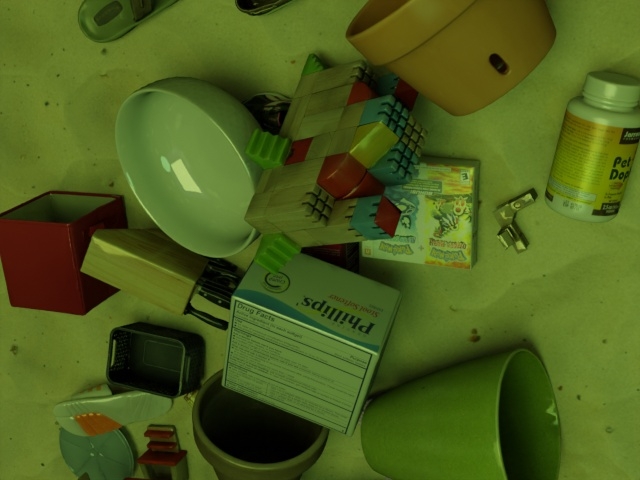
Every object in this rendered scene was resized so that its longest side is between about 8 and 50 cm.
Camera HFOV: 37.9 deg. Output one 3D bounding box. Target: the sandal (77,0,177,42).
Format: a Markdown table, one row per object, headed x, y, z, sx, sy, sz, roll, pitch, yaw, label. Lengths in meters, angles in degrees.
| x | y | z | sx | sy | sz | roll | pitch | yaw | label |
| --- | --- | --- | --- | --- | --- | --- | --- | --- | --- |
| -0.336 | -0.449 | 1.673 | 0.302 | 0.086 | 0.120 | -34 | 93 | 30 | sandal |

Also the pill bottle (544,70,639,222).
| x | y | z | sx | sy | sz | roll | pitch | yaw | label |
| --- | --- | --- | --- | --- | --- | --- | --- | --- | --- |
| 0.423 | -0.144 | 1.425 | 0.117 | 0.117 | 0.215 | 17 | 115 | 18 | pill bottle |

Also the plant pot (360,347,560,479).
| x | y | z | sx | sy | sz | roll | pitch | yaw | label |
| --- | --- | --- | --- | --- | --- | --- | --- | --- | --- |
| 0.227 | 0.335 | 1.615 | 0.293 | 0.275 | 0.275 | -10 | 104 | 32 | plant pot |

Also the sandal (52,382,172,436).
| x | y | z | sx | sy | sz | roll | pitch | yaw | label |
| --- | --- | --- | --- | --- | --- | --- | --- | --- | --- |
| -0.447 | 0.358 | 2.034 | 0.265 | 0.076 | 0.102 | -10 | 120 | 6 | sandal |

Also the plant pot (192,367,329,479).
| x | y | z | sx | sy | sz | roll | pitch | yaw | label |
| --- | --- | --- | --- | --- | --- | --- | --- | --- | --- |
| -0.115 | 0.402 | 1.818 | 0.263 | 0.263 | 0.229 | 19 | 134 | 17 | plant pot |

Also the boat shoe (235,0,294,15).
| x | y | z | sx | sy | sz | roll | pitch | yaw | label |
| --- | --- | --- | --- | --- | --- | --- | --- | --- | --- |
| -0.036 | -0.446 | 1.534 | 0.257 | 0.095 | 0.095 | -32 | 94 | 30 | boat shoe |

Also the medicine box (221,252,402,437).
| x | y | z | sx | sy | sz | roll | pitch | yaw | label |
| --- | --- | --- | --- | --- | --- | --- | --- | --- | --- |
| -0.021 | 0.178 | 1.653 | 0.263 | 0.149 | 0.289 | 21 | 139 | 7 | medicine box |

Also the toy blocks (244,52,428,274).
| x | y | z | sx | sy | sz | roll | pitch | yaw | label |
| --- | --- | --- | --- | --- | --- | --- | --- | --- | --- |
| 0.044 | -0.141 | 1.458 | 0.260 | 0.382 | 0.190 | -7 | 145 | 45 | toy blocks |

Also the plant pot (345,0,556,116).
| x | y | z | sx | sy | sz | roll | pitch | yaw | label |
| --- | --- | --- | --- | --- | --- | --- | --- | --- | --- |
| 0.209 | -0.324 | 1.383 | 0.291 | 0.291 | 0.203 | -33 | 111 | 30 | plant pot |

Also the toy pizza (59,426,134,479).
| x | y | z | sx | sy | sz | roll | pitch | yaw | label |
| --- | --- | --- | --- | --- | --- | --- | --- | --- | --- |
| -0.507 | 0.477 | 2.122 | 0.201 | 0.032 | 0.201 | 8 | 112 | 20 | toy pizza |

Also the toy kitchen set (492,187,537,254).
| x | y | z | sx | sy | sz | roll | pitch | yaw | label |
| --- | --- | --- | --- | --- | --- | --- | --- | --- | --- |
| 0.334 | -0.026 | 1.537 | 0.075 | 0.068 | 0.083 | -30 | 95 | 30 | toy kitchen set |

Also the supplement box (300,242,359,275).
| x | y | z | sx | sy | sz | roll | pitch | yaw | label |
| --- | --- | --- | --- | --- | --- | --- | --- | --- | --- |
| 0.000 | 0.000 | 1.694 | 0.130 | 0.073 | 0.240 | 7 | 112 | 21 | supplement box |

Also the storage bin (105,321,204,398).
| x | y | z | sx | sy | sz | roll | pitch | yaw | label |
| --- | --- | --- | --- | --- | --- | --- | --- | --- | --- |
| -0.340 | 0.245 | 1.915 | 0.180 | 0.084 | 0.122 | 9 | 97 | 22 | storage bin |

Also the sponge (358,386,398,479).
| x | y | z | sx | sy | sz | roll | pitch | yaw | label |
| --- | --- | --- | --- | --- | --- | --- | --- | --- | --- |
| 0.153 | 0.389 | 1.792 | 0.117 | 0.031 | 0.210 | -23 | 97 | 28 | sponge |

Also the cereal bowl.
| x | y | z | sx | sy | sz | roll | pitch | yaw | label |
| --- | --- | --- | --- | --- | --- | --- | --- | --- | --- |
| -0.201 | -0.144 | 1.668 | 0.339 | 0.141 | 0.339 | 25 | 133 | 29 | cereal bowl |

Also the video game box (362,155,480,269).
| x | y | z | sx | sy | sz | roll | pitch | yaw | label |
| --- | --- | --- | --- | --- | --- | --- | --- | --- | --- |
| 0.170 | -0.052 | 1.615 | 0.205 | 0.048 | 0.187 | 6 | 113 | 22 | video game box |

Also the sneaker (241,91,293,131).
| x | y | z | sx | sy | sz | roll | pitch | yaw | label |
| --- | --- | --- | --- | --- | --- | --- | --- | --- | --- |
| -0.075 | -0.223 | 1.644 | 0.178 | 0.077 | 0.072 | 1 | 108 | 25 | sneaker |

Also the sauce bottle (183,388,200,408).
| x | y | z | sx | sy | sz | roll | pitch | yaw | label |
| --- | --- | --- | --- | --- | --- | --- | --- | --- | --- |
| -0.231 | 0.363 | 1.950 | 0.128 | 0.042 | 0.042 | 49 | 120 | 1 | sauce bottle |

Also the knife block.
| x | y | z | sx | sy | sz | roll | pitch | yaw | label |
| --- | --- | --- | --- | --- | --- | --- | --- | --- | --- |
| -0.280 | 0.080 | 1.761 | 0.242 | 0.275 | 0.088 | 48 | 124 | 36 | knife block |

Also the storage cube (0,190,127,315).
| x | y | z | sx | sy | sz | roll | pitch | yaw | label |
| --- | --- | --- | --- | --- | --- | --- | --- | --- | --- |
| -0.511 | 0.021 | 1.870 | 0.214 | 0.183 | 0.193 | 3 | 111 | 22 | storage cube |

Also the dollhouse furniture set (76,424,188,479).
| x | y | z | sx | sy | sz | roll | pitch | yaw | label |
| --- | --- | --- | --- | --- | --- | --- | --- | --- | --- |
| -0.388 | 0.514 | 1.950 | 0.261 | 0.259 | 0.135 | -3 | 110 | 25 | dollhouse furniture set |
